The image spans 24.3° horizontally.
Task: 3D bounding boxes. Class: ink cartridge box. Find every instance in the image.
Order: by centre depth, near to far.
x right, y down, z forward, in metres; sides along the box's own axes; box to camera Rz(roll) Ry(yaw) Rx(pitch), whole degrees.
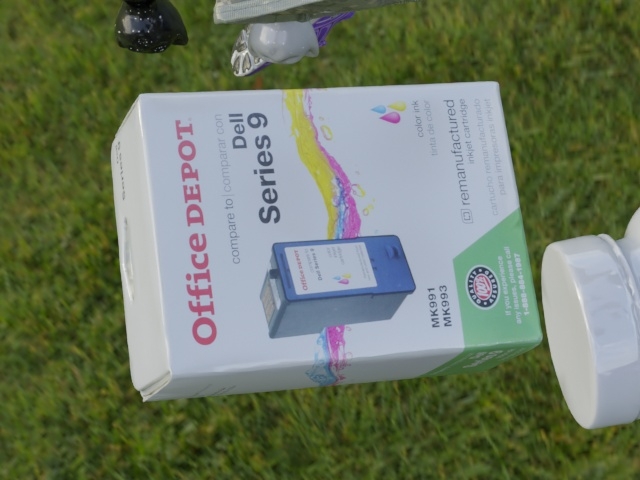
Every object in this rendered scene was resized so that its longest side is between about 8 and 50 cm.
[{"bbox_3d":[0.000,0.000,0.822,0.212,0.093,0.154,-3,77,-17],"label":"ink cartridge box"}]

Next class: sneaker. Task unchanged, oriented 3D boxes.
[{"bbox_3d":[-0.031,-0.240,1.760,0.170,0.071,0.068,-30,51,20],"label":"sneaker"}]

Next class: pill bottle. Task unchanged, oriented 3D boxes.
[{"bbox_3d":[0.345,0.042,1.112,0.333,0.188,0.188,-11,59,-4],"label":"pill bottle"}]

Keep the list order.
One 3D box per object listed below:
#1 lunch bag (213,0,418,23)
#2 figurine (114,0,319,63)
[{"bbox_3d":[0.064,-0.285,1.018,0.287,0.169,0.235,-6,96,30],"label":"lunch bag"},{"bbox_3d":[-0.097,-0.234,1.368,0.214,0.209,0.092,6,60,2],"label":"figurine"}]
